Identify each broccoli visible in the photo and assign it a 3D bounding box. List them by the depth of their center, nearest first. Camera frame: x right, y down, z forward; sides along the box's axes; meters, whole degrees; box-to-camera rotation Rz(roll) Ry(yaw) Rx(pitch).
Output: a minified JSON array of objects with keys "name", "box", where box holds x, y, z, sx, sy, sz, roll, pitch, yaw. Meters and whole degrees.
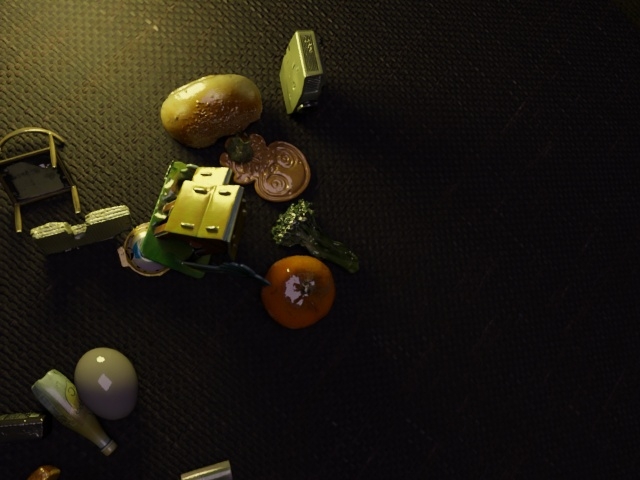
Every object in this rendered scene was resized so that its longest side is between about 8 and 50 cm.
[{"name":"broccoli","box":[0.000,0.004,1.540,0.304,0.145,0.165,35,79,-20]}]

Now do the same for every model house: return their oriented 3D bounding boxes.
[{"name":"model house","box":[-0.248,-0.052,1.365,0.340,0.323,0.301,27,68,-31]}]

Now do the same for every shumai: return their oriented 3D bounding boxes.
[{"name":"shumai","box":[-0.237,-0.278,1.492,0.083,0.080,0.082,37,78,-2]}]

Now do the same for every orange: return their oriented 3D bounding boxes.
[{"name":"orange","box":[-0.063,0.151,1.470,0.223,0.170,0.224,2,80,-13]}]

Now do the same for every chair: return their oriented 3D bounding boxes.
[{"name":"chair","box":[-0.769,-0.172,1.346,0.188,0.166,0.272,-21,45,-16]}]

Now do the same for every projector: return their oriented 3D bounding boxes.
[{"name":"projector","box":[-0.052,-0.487,1.515,0.088,0.269,0.194,-10,85,-16]}]

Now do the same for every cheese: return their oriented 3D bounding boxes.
[{"name":"cheese","box":[-0.451,0.017,1.443,0.250,0.064,0.157,-15,87,-29]}]

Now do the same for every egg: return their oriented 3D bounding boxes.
[{"name":"egg","box":[-0.560,0.377,1.316,0.146,0.146,0.199,-26,88,-17]}]

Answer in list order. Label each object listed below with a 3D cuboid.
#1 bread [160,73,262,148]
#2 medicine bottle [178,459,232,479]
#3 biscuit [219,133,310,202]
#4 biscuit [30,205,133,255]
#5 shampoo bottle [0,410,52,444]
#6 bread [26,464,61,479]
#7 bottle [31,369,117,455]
[{"name":"bread","box":[-0.308,-0.392,1.474,0.313,0.192,0.171,-19,86,-17]},{"name":"medicine bottle","box":[-0.345,0.662,1.377,0.198,0.057,0.058,-9,84,-16]},{"name":"biscuit","box":[-0.171,-0.234,1.568,0.288,0.044,0.202,26,76,-12]},{"name":"biscuit","box":[-0.637,-0.028,1.355,0.249,0.147,0.046,-17,76,-17]},{"name":"shampoo bottle","box":[-0.852,0.476,1.249,0.309,0.098,0.071,1,86,-14]},{"name":"bread","box":[-0.728,0.637,1.272,0.053,0.074,0.132,34,73,11]},{"name":"bottle","box":[-0.639,0.459,1.318,0.083,0.083,0.270,-43,97,-16]}]
